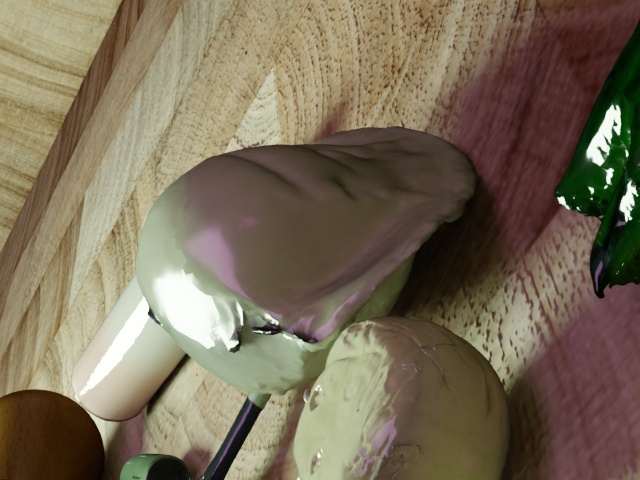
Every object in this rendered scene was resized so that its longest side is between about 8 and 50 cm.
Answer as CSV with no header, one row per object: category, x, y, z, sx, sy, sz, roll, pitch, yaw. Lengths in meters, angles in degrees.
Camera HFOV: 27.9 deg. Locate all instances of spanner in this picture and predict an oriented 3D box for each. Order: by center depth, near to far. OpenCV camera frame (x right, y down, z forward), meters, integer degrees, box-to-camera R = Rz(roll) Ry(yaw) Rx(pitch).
spanner,-0.049,0.114,0.975,0.316,0.024,0.087,-63,7,-5

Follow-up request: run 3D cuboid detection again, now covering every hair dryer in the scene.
hair dryer,-0.155,0.261,1.124,0.071,0.047,0.150,-18,59,65

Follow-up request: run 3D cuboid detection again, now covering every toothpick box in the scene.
toothpick box,-0.305,0.278,1.296,0.192,0.192,0.294,-61,15,20

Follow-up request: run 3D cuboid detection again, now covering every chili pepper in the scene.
chili pepper,0.170,-0.079,0.577,0.224,0.061,0.098,-61,27,16

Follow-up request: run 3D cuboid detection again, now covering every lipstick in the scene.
lipstick,-0.143,0.057,1.236,0.327,0.087,0.087,-52,25,41

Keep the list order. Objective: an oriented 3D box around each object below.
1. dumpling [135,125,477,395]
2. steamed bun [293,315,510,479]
dumpling,0.001,0.004,0.846,0.227,0.175,0.243,-38,49,-19
steamed bun,0.048,0.100,0.665,0.112,0.091,0.130,-64,20,4
